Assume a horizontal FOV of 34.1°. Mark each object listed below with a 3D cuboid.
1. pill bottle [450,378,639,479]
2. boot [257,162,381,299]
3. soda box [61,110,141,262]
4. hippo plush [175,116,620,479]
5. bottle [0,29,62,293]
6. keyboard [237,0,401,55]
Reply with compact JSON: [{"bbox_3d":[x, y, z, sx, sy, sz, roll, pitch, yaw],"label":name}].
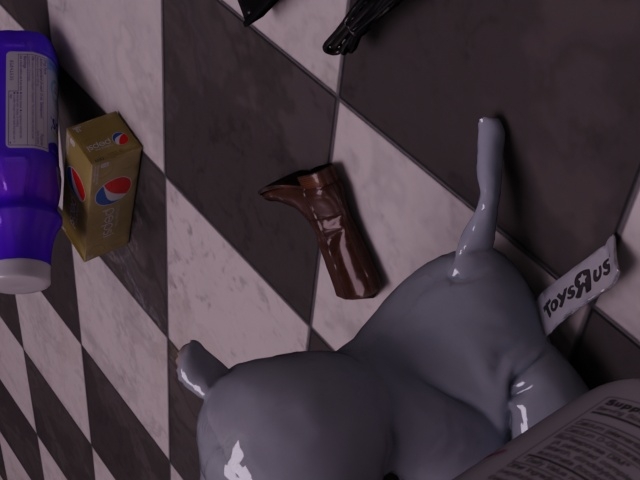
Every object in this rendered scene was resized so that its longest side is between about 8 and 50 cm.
[{"bbox_3d":[0.132,0.163,0.486,0.160,0.283,0.160,37,140,40],"label":"pill bottle"},{"bbox_3d":[0.000,0.000,0.836,0.106,0.037,0.114,-5,111,61],"label":"boot"},{"bbox_3d":[-0.245,-0.056,1.156,0.058,0.061,0.181,51,148,22],"label":"soda box"},{"bbox_3d":[0.050,0.133,0.643,0.234,0.236,0.294,51,148,24],"label":"hippo plush"},{"bbox_3d":[-0.330,-0.085,1.140,0.118,0.092,0.283,120,146,-66],"label":"bottle"},{"bbox_3d":[0.015,-0.218,0.654,0.317,0.033,0.202,-28,81,61],"label":"keyboard"}]
